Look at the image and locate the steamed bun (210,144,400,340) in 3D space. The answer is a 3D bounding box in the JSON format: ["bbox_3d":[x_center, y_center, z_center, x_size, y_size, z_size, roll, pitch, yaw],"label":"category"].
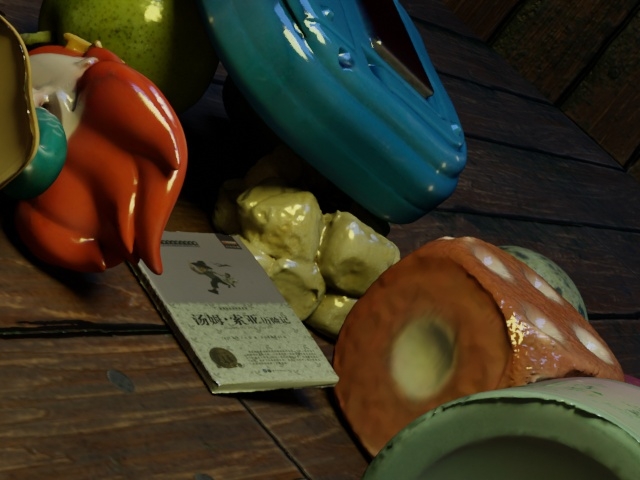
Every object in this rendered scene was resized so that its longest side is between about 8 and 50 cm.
[{"bbox_3d":[0.000,0.000,1.442,0.192,0.106,0.177,35,19,-15],"label":"steamed bun"}]

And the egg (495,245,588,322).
[{"bbox_3d":[0.195,0.081,1.584,0.181,0.141,0.141,34,16,-43],"label":"egg"}]

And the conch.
[{"bbox_3d":[-0.010,-0.113,1.656,0.137,0.143,0.250,4,40,-32],"label":"conch"}]

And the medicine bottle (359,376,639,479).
[{"bbox_3d":[0.176,0.213,1.057,0.245,0.245,0.290,46,17,20],"label":"medicine bottle"}]

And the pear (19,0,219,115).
[{"bbox_3d":[-0.197,-0.193,1.484,0.216,0.166,0.180,-7,52,-25],"label":"pear"}]

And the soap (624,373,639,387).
[{"bbox_3d":[0.301,0.254,1.367,0.220,0.127,0.325,13,32,-42],"label":"soap"}]

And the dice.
[{"bbox_3d":[0.131,0.112,1.310,0.179,0.175,0.174,18,26,-46],"label":"dice"}]

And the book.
[{"bbox_3d":[-0.075,0.054,1.268,0.127,0.014,0.182,2,39,-40],"label":"book"}]

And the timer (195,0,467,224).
[{"bbox_3d":[0.003,-0.188,1.470,0.309,0.115,0.340,39,23,-42],"label":"timer"}]

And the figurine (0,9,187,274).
[{"bbox_3d":[-0.199,-0.067,1.144,0.208,0.181,0.257,2,3,22],"label":"figurine"}]
